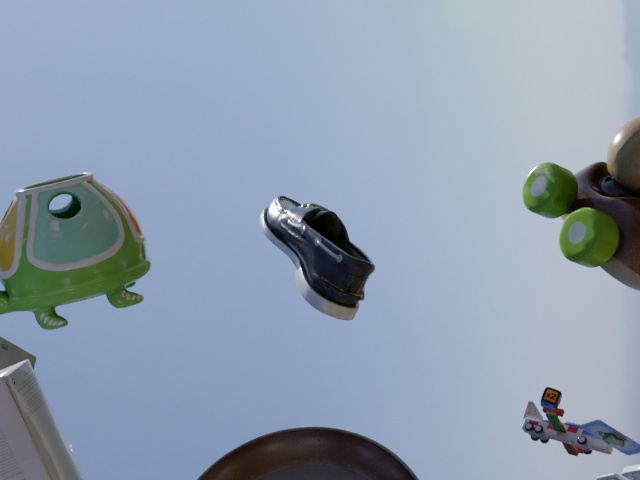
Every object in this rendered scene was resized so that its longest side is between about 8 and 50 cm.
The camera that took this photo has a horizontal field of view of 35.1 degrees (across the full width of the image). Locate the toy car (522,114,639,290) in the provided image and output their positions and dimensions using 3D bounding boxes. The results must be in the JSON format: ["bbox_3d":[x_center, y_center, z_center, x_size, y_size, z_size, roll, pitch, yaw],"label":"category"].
[{"bbox_3d":[0.314,-0.061,0.941,0.188,0.155,0.149,-56,35,23],"label":"toy car"}]

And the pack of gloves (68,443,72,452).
[{"bbox_3d":[-0.488,0.517,1.897,0.195,0.046,0.232,-179,90,-74],"label":"pack of gloves"}]

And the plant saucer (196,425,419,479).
[{"bbox_3d":[-0.022,0.349,1.117,0.050,0.310,0.311,74,-157,-44],"label":"plant saucer"}]

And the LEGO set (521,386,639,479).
[{"bbox_3d":[0.373,0.260,1.317,0.060,0.244,0.182,-61,5,-25],"label":"LEGO set"}]

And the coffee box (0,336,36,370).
[{"bbox_3d":[-0.674,0.265,1.802,0.168,0.297,0.119,39,-141,-35],"label":"coffee box"}]

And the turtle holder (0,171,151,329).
[{"bbox_3d":[-0.461,0.014,1.736,0.243,0.320,0.228,-73,-28,-76],"label":"turtle holder"}]

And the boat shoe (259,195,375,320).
[{"bbox_3d":[0.000,0.000,1.431,0.091,0.114,0.302,-62,34,17],"label":"boat shoe"}]

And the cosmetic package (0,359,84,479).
[{"bbox_3d":[-0.487,0.353,1.272,0.097,0.377,0.284,-57,-55,-82],"label":"cosmetic package"}]
